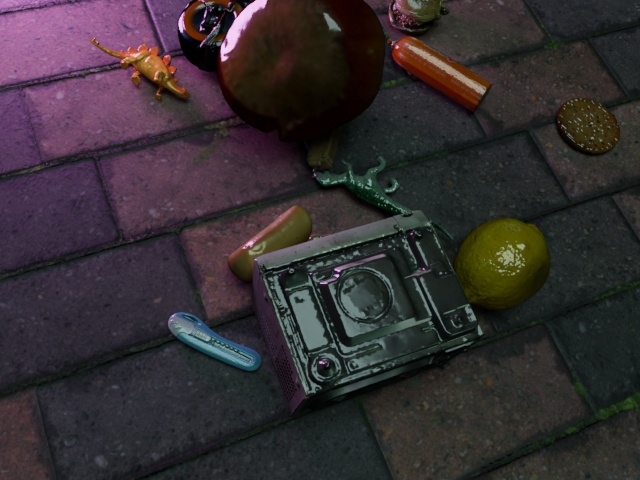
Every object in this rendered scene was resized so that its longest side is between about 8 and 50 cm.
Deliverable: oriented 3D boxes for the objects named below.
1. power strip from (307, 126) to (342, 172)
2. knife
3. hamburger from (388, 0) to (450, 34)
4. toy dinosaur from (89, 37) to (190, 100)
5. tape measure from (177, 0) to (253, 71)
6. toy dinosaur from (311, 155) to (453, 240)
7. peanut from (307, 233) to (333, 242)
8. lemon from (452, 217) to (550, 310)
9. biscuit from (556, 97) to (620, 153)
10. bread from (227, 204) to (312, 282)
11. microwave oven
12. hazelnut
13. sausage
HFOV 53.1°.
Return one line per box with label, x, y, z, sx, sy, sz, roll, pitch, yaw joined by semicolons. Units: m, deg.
power strip;0.022;-0.291;1.647;0.064;0.044;0.305;-4;54;29
knife;-0.229;0.219;1.385;0.222;0.031;0.064;26;60;3
hamburger;0.287;-0.678;1.846;0.185;0.131;0.159;8;67;-10
toy dinosaur;-0.448;-0.456;1.652;0.288;0.070;0.117;33;53;2
tape measure;-0.267;-0.547;1.670;0.202;0.135;0.223;4;59;4
toy dinosaur;0.172;-0.132;1.596;0.383;0.076;0.129;20;73;8
peanut;0.000;0.000;1.528;0.083;0.037;0.037;-1;65;-5
lemon;0.418;0.054;1.480;0.260;0.204;0.204;-39;76;-19
biscuit;0.757;-0.323;1.814;0.187;0.027;0.188;4;64;-9
bread;-0.106;0.014;1.446;0.217;0.147;0.098;-38;98;-23
microwave oven;0.084;0.147;1.354;0.394;0.247;0.333;-16;67;-17
hazelnut;-0.037;-0.414;1.526;0.359;0.409;0.359;28;53;-44
sausage;0.320;-0.475;1.777;0.312;0.093;0.093;35;64;7
